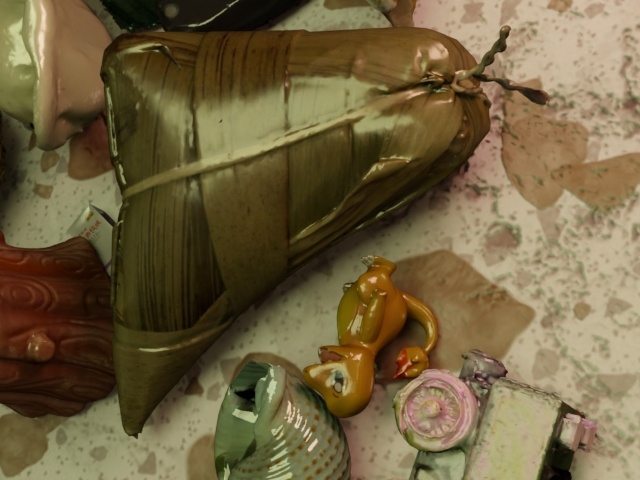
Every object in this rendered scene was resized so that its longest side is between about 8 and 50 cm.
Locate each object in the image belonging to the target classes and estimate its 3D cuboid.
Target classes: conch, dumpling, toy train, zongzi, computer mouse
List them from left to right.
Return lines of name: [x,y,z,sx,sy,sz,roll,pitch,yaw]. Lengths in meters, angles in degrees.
dumpling: [-0.344,-0.271,1.456,0.318,0.187,0.242,58,144,43]
computer mouse: [-0.102,-0.320,1.451,0.217,0.073,0.122,-30,66,6]
conch: [-0.032,0.223,1.212,0.172,0.131,0.200,-130,55,-67]
zongzi: [0.007,-0.001,1.272,0.500,0.218,0.466,1,96,17]
toy train: [0.149,0.241,1.125,0.177,0.134,0.260,15,81,28]

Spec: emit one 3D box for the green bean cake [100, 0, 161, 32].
green bean cake: [-0.274,-0.382,1.532,0.194,0.107,0.208,-7,73,22]

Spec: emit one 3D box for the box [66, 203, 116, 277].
box: [-0.265,0.007,1.445,0.117,0.036,0.050,39,92,29]

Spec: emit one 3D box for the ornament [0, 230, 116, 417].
ornament: [-0.361,0.105,1.337,0.221,0.218,0.235,24,96,32]

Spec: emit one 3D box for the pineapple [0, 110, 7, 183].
pineapple: [-0.591,-0.112,1.482,0.352,0.300,0.352,-8,70,22]

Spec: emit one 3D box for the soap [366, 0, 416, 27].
soap: [0.129,-0.452,1.333,0.339,0.169,0.304,-41,62,10]

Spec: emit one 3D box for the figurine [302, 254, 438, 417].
figurine: [0.059,0.117,1.219,0.122,0.121,0.176,29,57,-4]
